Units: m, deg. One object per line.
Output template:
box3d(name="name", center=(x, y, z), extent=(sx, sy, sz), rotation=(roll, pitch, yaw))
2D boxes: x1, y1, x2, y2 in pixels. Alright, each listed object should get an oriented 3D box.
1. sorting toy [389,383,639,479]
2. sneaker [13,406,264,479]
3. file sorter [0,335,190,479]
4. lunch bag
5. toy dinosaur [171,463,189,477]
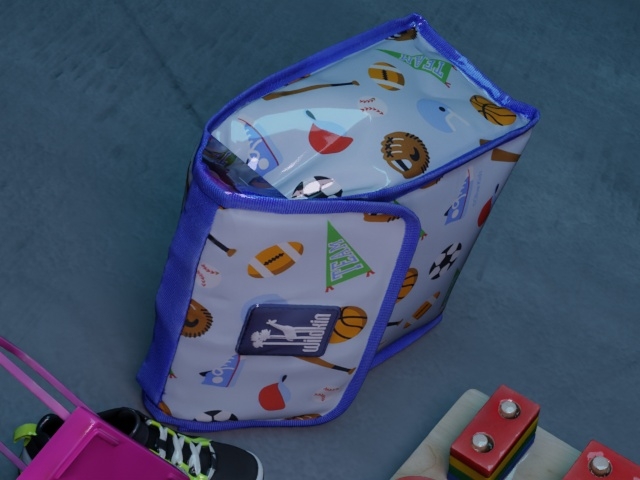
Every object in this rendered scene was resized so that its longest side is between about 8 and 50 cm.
box3d(name="sorting toy", center=(0.173, 0.267, 1.091), extent=(0.257, 0.089, 0.255), rotation=(30, 56, 25))
box3d(name="sneaker", center=(-0.160, 0.202, 1.095), extent=(0.234, 0.097, 0.084), rotation=(5, 44, -16))
box3d(name="file sorter", center=(-0.278, 0.215, 0.870), extent=(0.182, 0.202, 0.291), rotation=(35, 79, 22))
box3d(name="lunch bag", center=(0.000, 0.000, 1.202), extent=(0.239, 0.328, 0.385), rotation=(41, 44, 24))
box3d(name="toy dinosaur", center=(-0.047, 0.330, 1.016), extent=(0.160, 0.121, 0.313), rotation=(-21, 59, -22))
